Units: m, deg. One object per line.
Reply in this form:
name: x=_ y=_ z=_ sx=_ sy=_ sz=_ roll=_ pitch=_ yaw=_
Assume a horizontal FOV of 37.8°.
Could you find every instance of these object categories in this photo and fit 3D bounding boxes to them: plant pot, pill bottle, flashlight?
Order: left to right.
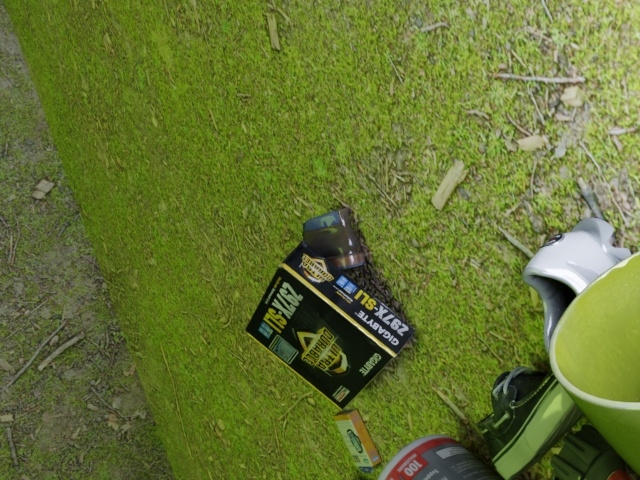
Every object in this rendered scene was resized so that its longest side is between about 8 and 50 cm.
pill bottle: x=0.260 y=0.486 z=1.479 sx=0.363 sy=0.210 sz=0.210 roll=33 pitch=139 yaw=47
flashlight: x=0.431 y=0.343 z=1.184 sx=0.304 sy=0.103 sz=0.103 roll=39 pitch=148 yaw=50
plant pot: x=0.414 y=0.179 z=0.921 sx=0.293 sy=0.275 sz=0.275 roll=58 pitch=157 yaw=-19

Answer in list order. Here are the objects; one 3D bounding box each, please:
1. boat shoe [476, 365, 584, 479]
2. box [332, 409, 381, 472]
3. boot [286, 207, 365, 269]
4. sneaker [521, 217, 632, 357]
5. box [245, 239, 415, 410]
boat shoe: x=0.288 y=0.239 z=1.320 sx=0.119 sy=0.121 sz=0.335 roll=50 pitch=152 yaw=21
box: x=0.080 y=0.424 z=1.967 sx=0.136 sy=0.028 sz=0.081 roll=63 pitch=154 yaw=0
boot: x=0.000 y=0.000 z=1.720 sx=0.219 sy=0.082 sz=0.106 roll=-6 pitch=96 yaw=53
sneaker: x=0.345 y=0.148 z=1.118 sx=0.330 sy=0.146 sz=0.122 roll=61 pitch=152 yaw=7
box: x=0.006 y=0.168 z=1.739 sx=0.257 sy=0.079 sz=0.322 roll=40 pitch=150 yaw=5
